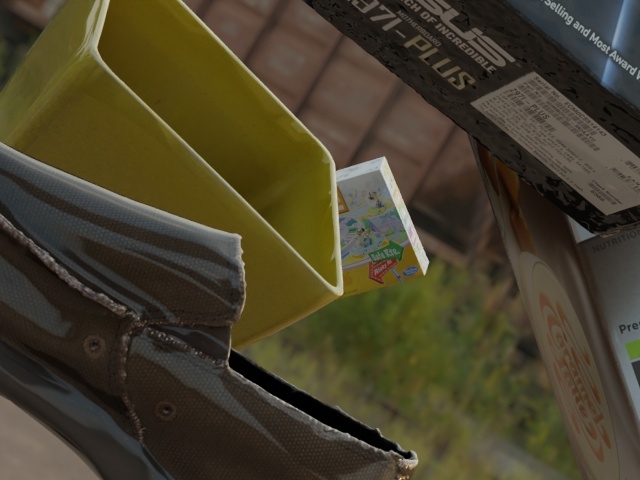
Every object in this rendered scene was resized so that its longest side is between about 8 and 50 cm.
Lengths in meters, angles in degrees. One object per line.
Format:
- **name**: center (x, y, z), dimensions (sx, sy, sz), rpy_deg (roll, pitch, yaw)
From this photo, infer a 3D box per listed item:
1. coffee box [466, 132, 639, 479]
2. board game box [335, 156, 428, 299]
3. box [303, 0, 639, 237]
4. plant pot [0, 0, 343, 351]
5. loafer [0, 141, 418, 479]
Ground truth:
- **coffee box**: center (0.129, -0.011, 0.764), dimensions (0.141, 0.098, 0.246), rpy_deg (107, -34, -79)
- **board game box**: center (0.000, 0.000, 1.612), dimensions (0.026, 0.154, 0.103), rpy_deg (-68, 137, -61)
- **box**: center (0.066, -0.114, 0.546), dimensions (0.180, 0.147, 0.077), rpy_deg (38, -21, -12)
- **plant pot**: center (-0.127, -0.025, 1.221), dimensions (0.212, 0.187, 0.212), rpy_deg (44, 18, -20)
- **loafer**: center (-0.095, 0.031, 0.933), dimensions (0.366, 0.130, 0.134), rpy_deg (45, 2, -11)
